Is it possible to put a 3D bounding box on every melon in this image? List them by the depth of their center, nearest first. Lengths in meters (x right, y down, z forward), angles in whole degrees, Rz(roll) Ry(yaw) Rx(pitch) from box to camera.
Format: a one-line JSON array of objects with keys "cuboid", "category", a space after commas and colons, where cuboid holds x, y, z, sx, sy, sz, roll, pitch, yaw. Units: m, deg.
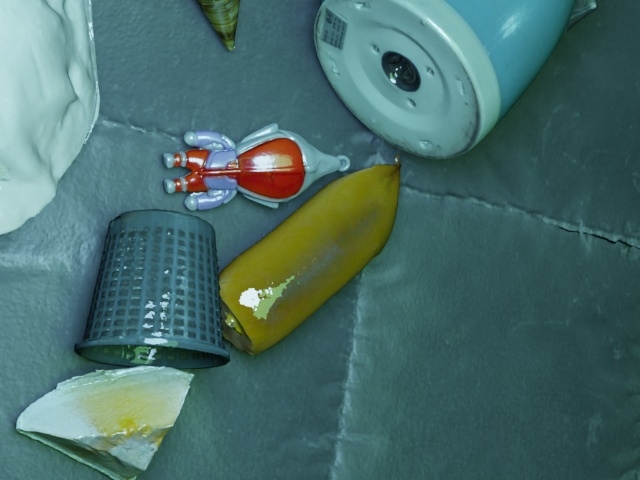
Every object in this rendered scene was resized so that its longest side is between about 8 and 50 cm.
[{"cuboid": [-0.231, 0.222, 1.511, 0.202, 0.093, 0.140, -11, 121, -8], "category": "melon"}]

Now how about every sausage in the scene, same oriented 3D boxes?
[{"cuboid": [0.003, 0.004, 1.626, 0.328, 0.112, 0.112, -41, 107, -23], "category": "sausage"}]

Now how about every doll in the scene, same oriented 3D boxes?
[{"cuboid": [-0.073, -0.086, 1.599, 0.227, 0.075, 0.102, -7, 108, -17], "category": "doll"}]

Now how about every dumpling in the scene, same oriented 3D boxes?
[{"cuboid": [-0.343, -0.190, 1.412, 0.260, 0.181, 0.341, -15, 75, -35], "category": "dumpling"}]

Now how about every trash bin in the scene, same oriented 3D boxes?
[{"cuboid": [-0.182, 0.055, 1.507, 0.175, 0.175, 0.161, 11, 72, -27], "category": "trash bin"}]

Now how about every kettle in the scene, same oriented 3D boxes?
[{"cuboid": [0.162, -0.320, 1.651, 0.319, 0.247, 0.342, 40, 63, 6], "category": "kettle"}]

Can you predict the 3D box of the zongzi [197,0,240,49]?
[{"cuboid": [-0.094, -0.352, 1.594, 0.187, 0.084, 0.184, -47, 124, -24], "category": "zongzi"}]
